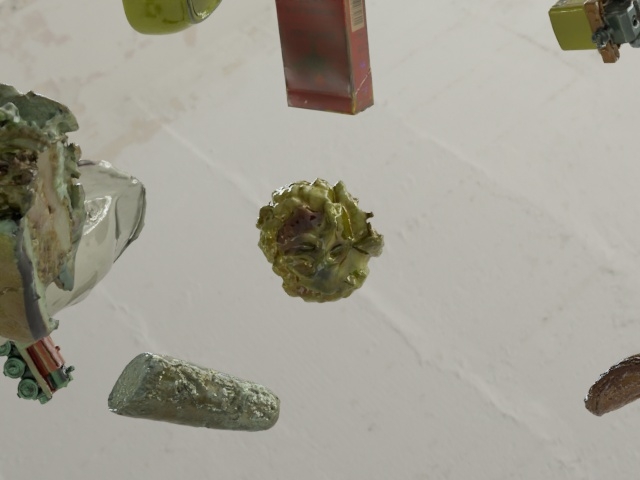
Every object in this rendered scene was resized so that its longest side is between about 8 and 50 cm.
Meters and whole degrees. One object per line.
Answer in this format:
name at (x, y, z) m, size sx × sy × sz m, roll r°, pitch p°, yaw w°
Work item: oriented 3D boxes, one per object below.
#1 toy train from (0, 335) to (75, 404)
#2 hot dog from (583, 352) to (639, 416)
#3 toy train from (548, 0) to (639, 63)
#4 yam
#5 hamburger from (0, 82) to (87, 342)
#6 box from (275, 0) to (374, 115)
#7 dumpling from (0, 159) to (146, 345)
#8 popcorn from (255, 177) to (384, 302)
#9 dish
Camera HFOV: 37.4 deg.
toy train at (-0.516, 0.205, 1.710) m, size 0.118 × 0.176 × 0.074 m, roll -30°, pitch -176°, yaw 11°
hot dog at (0.454, 0.207, 1.395) m, size 0.147 × 0.099 × 0.065 m, roll -28°, pitch -101°, yaw 21°
toy train at (0.377, -0.306, 1.194) m, size 0.127 × 0.089 × 0.219 m, roll 8°, pitch -133°, yaw 48°
yam at (-0.232, 0.303, 1.826) m, size 0.330 × 0.133 × 0.133 m, roll 17°, pitch -145°, yaw -20°
hamburger at (-0.356, -0.035, 1.019) m, size 0.192 × 0.288 × 0.167 m, roll 20°, pitch -131°, yaw 7°
box at (0.007, -0.448, 2.119) m, size 0.197 × 0.313 × 0.089 m, roll 12°, pitch -150°, yaw 34°
dumpling at (-0.418, 0.029, 1.529) m, size 0.181 × 0.260 × 0.341 m, roll 17°, pitch -89°, yaw 31°
popcorn at (-0.001, -0.002, 1.577) m, size 0.189 × 0.218 × 0.169 m, roll -30°, pitch -158°, yaw -1°
dish at (-0.236, -0.459, 1.610) m, size 0.108 × 0.262 × 0.221 m, roll 29°, pitch -108°, yaw 20°
